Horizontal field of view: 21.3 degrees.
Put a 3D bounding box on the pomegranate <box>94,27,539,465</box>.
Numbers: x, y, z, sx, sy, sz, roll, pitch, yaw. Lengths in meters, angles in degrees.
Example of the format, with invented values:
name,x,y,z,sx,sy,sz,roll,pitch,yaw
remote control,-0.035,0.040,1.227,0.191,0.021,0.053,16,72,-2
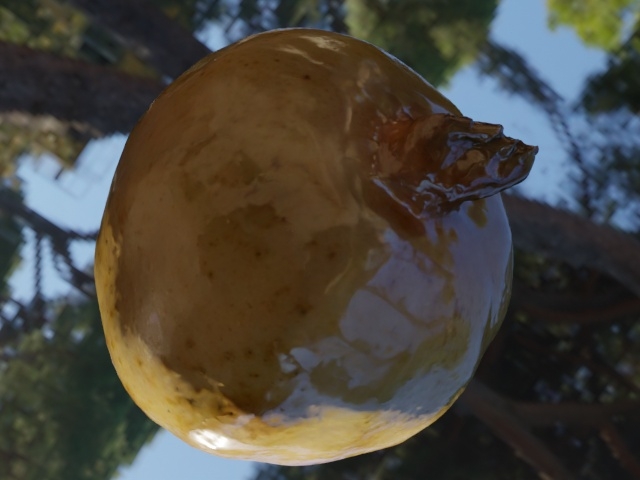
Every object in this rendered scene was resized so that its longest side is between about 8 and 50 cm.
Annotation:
name,x,y,z,sx,sy,sz,roll,pitch,yaw
pomegranate,-0.011,0.006,0.802,0.207,0.207,0.207,-38,-149,29
